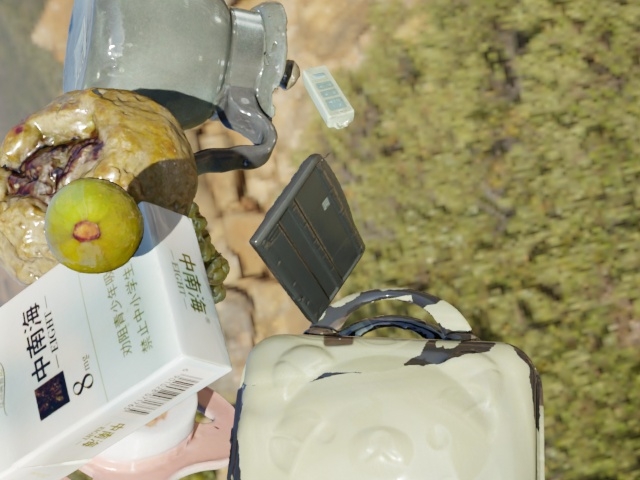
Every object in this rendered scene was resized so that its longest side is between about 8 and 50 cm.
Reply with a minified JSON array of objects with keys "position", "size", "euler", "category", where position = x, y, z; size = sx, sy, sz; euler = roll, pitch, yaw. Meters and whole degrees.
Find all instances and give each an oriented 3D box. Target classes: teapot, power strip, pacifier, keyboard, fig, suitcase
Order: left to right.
[{"position":[-0.167,-0.010,1.013],"size":[0.088,0.074,0.074],"euler":[-162,60,-85],"category":"fig"},{"position":[-0.250,0.269,1.766],"size":[0.220,0.332,0.273],"euler":[-13,96,41],"category":"pacifier"},{"position":[-0.147,-0.213,1.660],"size":[0.305,0.285,0.223],"euler":[-135,54,-64],"category":"teapot"},{"position":[-0.011,-0.007,1.167],"size":[0.041,0.103,0.381],"euler":[33,171,11],"category":"keyboard"},{"position":[0.005,-0.139,1.308],"size":[0.017,0.027,0.083],"euler":[96,152,-49],"category":"power strip"},{"position":[0.069,0.212,1.511],"size":[0.194,0.351,0.339],"euler":[80,-167,-61],"category":"suitcase"}]

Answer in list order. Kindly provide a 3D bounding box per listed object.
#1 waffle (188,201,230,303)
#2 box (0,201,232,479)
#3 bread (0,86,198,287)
[{"position":[-0.167,-0.006,1.565],"size":[0.192,0.046,0.160],"euler":[58,156,-13],"category":"waffle"},{"position":[-0.198,0.095,1.178],"size":[0.243,0.067,0.155],"euler":[-33,56,27],"category":"box"},{"position":[-0.233,-0.057,1.353],"size":[0.230,0.230,0.123],"euler":[55,177,45],"category":"bread"}]
